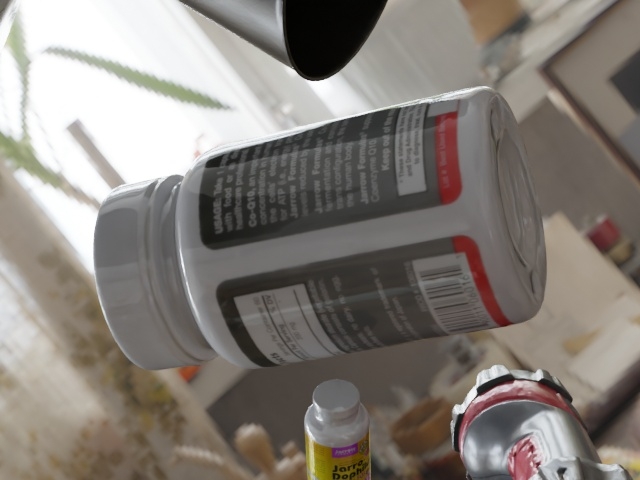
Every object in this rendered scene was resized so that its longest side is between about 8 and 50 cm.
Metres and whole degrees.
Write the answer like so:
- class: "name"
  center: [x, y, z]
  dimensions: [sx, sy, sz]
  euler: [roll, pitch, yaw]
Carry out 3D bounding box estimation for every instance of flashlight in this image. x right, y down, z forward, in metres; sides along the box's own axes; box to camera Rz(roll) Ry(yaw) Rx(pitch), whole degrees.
- class: "flashlight"
  center: [0.146, 0.166, 1.054]
  dimensions: [0.304, 0.103, 0.103]
  euler: [-74, -7, -80]

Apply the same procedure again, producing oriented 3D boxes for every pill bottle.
- class: "pill bottle"
  center: [0.000, 0.000, 1.059]
  dimensions: [0.283, 0.161, 0.161]
  euler: [-11, 20, 19]
- class: "pill bottle"
  center: [0.011, 0.132, 1.018]
  dimensions: [0.043, 0.083, 0.043]
  euler: [-2, 38, 1]

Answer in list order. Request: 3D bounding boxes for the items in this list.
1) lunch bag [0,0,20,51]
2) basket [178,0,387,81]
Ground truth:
- class: "lunch bag"
  center: [-0.386, -0.162, 0.894]
  dimensions: [0.239, 0.385, 0.328]
  euler: [-64, 13, -16]
- class: "basket"
  center: [-0.067, -0.248, 1.122]
  dimensions: [0.154, 0.227, 0.204]
  euler: [-5, -64, -59]
